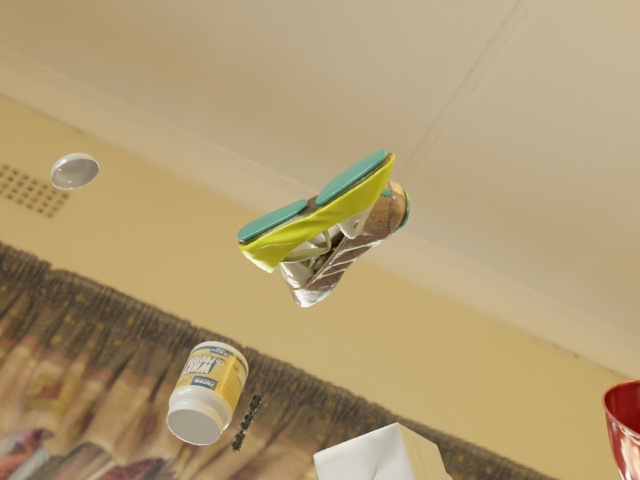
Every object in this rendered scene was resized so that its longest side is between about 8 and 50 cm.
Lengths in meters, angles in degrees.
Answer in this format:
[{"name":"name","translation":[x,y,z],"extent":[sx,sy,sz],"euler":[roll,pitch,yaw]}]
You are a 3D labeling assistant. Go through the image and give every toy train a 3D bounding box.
[{"name":"toy train","translation":[-0.188,0.463,1.958],"extent":[0.027,0.158,0.036],"euler":[24,-8,3]}]

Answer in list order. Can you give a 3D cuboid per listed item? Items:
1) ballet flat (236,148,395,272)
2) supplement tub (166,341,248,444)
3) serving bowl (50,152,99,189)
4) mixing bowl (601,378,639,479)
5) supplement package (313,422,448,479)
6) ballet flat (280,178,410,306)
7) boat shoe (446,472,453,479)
[{"name":"ballet flat","translation":[0.005,-0.027,0.930],"extent":[0.231,0.077,0.077],"euler":[-28,-71,22]},{"name":"supplement tub","translation":[-0.254,0.343,1.739],"extent":[0.145,0.199,0.144],"euler":[7,-51,9]},{"name":"serving bowl","translation":[-0.424,-0.124,1.323],"extent":[0.083,0.027,0.083],"euler":[-24,-24,-12]},{"name":"mixing bowl","translation":[0.340,0.202,0.687],"extent":[0.182,0.181,0.098],"euler":[5,-79,13]},{"name":"supplement package","translation":[0.114,0.413,1.189],"extent":[0.149,0.194,0.203],"euler":[-24,-31,15]},{"name":"ballet flat","translation":[0.000,0.000,1.087],"extent":[0.106,0.107,0.316],"euler":[9,-34,-28]},{"name":"boat shoe","translation":[0.150,0.596,1.498],"extent":[0.122,0.110,0.341],"euler":[43,-85,-7]}]
